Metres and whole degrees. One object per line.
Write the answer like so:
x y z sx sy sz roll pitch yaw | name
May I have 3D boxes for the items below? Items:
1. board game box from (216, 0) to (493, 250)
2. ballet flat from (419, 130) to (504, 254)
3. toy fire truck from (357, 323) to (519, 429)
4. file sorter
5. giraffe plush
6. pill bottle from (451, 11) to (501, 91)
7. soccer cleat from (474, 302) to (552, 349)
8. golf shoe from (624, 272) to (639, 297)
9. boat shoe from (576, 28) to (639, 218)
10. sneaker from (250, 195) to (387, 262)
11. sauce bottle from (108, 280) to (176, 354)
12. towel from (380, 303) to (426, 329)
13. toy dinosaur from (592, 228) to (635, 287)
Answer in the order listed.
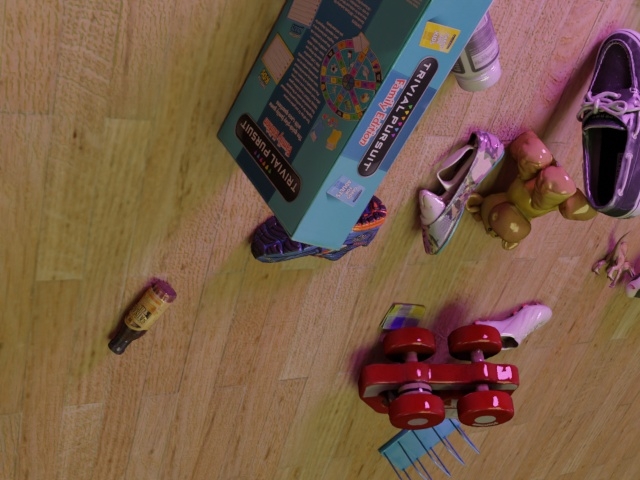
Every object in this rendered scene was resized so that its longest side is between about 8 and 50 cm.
0.022 -0.198 0.946 0.079 0.253 0.336 14 116 -38 | board game box
0.212 -0.083 1.285 0.079 0.077 0.221 26 104 -22 | ballet flat
0.222 0.290 1.501 0.303 0.169 0.253 -1 148 -4 | toy fire truck
0.238 0.456 1.693 0.170 0.104 0.118 -39 134 2 | file sorter
0.341 -0.067 1.330 0.170 0.181 0.210 -39 171 17 | giraffe plush
0.209 -0.282 1.114 0.078 0.078 0.137 -35 135 -3 | pill bottle
0.395 0.183 1.590 0.196 0.076 0.068 -13 130 -22 | soccer cleat
0.778 0.099 1.758 0.120 0.105 0.273 -29 149 35 | golf shoe
0.455 -0.189 1.231 0.105 0.113 0.306 8 87 -40 | boat shoe
0.000 0.000 1.213 0.221 0.083 0.087 -13 138 -18 | sneaker
-0.267 0.117 1.168 0.042 0.042 0.128 31 103 -42 | sauce bottle
0.155 0.144 1.464 0.083 0.009 0.060 11 119 -36 | towel
0.614 0.038 1.638 0.092 0.053 0.183 -50 143 -8 | toy dinosaur
